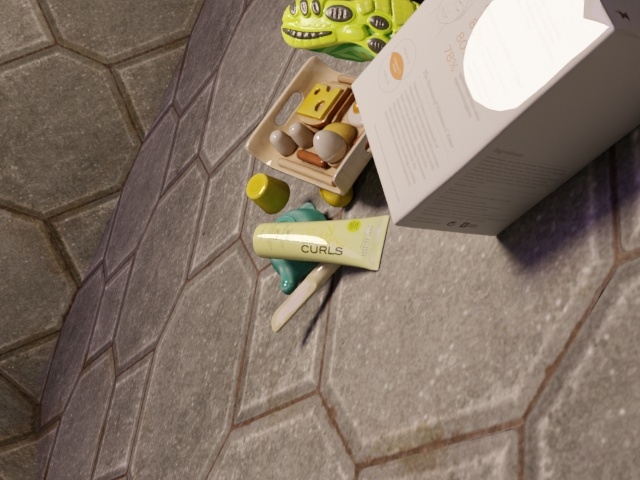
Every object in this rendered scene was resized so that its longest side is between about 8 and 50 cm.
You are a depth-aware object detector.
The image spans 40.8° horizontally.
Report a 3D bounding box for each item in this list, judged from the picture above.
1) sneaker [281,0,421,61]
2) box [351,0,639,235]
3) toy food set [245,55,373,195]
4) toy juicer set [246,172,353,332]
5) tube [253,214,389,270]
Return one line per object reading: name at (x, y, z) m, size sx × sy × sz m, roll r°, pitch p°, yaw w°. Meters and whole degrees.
sneaker at (0.084, -0.342, 1.400) m, size 0.295 × 0.123 × 0.110 m, roll 17°, pitch 104°, yaw 24°
box at (0.215, -0.185, 0.965) m, size 0.345 × 0.168 × 0.215 m, roll -44°, pitch 51°, yaw 44°
toy food set at (0.010, -0.211, 1.465) m, size 0.220 × 0.092 × 0.306 m, roll -55°, pitch 37°, yaw -6°
toy juicer set at (-0.014, -0.014, 1.519) m, size 0.209 × 0.089 × 0.329 m, roll -31°, pitch 52°, yaw 24°
tube at (0.000, 0.000, 1.401) m, size 0.240 × 0.062 × 0.070 m, roll 2°, pitch 110°, yaw 34°
